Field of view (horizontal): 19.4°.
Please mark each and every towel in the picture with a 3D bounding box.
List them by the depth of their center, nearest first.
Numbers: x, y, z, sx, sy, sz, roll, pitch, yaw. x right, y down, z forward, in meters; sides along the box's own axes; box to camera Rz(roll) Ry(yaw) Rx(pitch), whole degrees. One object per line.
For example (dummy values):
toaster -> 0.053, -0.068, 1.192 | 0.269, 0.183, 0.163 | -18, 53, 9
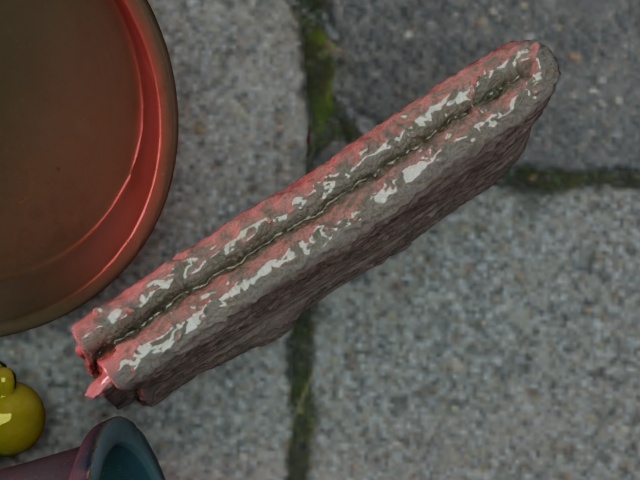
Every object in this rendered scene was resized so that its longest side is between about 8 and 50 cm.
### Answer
towel -> 0.000, 0.000, 0.975 | 0.282, 0.187, 0.049 | -34, 84, -5

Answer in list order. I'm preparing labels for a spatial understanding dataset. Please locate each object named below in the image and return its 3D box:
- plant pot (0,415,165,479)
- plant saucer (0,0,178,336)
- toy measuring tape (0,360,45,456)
plant pot -> -0.230, 0.279, 0.883 | 0.334, 0.341, 0.341 | -10, 86, 4
plant saucer -> -0.208, -0.077, 0.984 | 0.278, 0.041, 0.277 | 3, 116, 6
toy measuring tape -> -0.302, 0.095, 0.958 | 0.330, 0.121, 0.121 | -5, 85, -24
